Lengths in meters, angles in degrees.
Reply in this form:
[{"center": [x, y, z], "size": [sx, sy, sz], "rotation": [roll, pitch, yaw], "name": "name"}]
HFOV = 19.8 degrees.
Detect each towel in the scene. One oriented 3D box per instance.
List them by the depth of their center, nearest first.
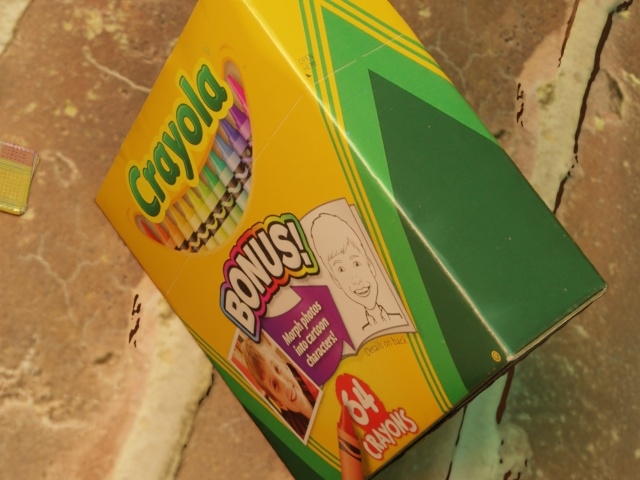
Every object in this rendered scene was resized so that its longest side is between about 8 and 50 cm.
[{"center": [-0.266, -0.054, 1.445], "size": [0.083, 0.009, 0.060], "rotation": [15, 62, -14], "name": "towel"}]

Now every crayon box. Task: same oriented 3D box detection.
[{"center": [0.000, 0.000, 1.316], "size": [0.106, 0.363, 0.313], "rotation": [-33, 81, -30], "name": "crayon box"}]
